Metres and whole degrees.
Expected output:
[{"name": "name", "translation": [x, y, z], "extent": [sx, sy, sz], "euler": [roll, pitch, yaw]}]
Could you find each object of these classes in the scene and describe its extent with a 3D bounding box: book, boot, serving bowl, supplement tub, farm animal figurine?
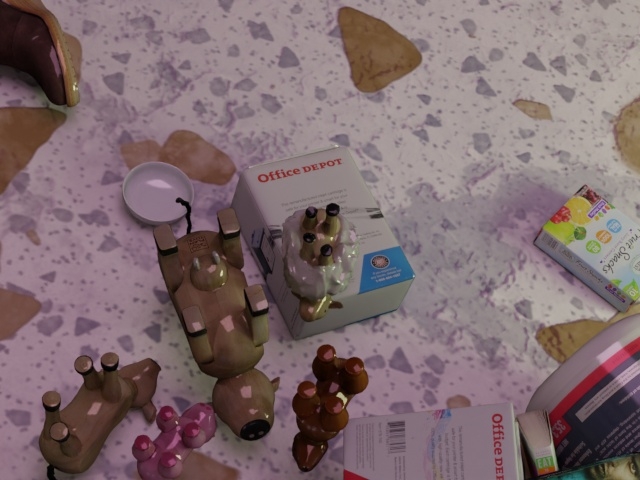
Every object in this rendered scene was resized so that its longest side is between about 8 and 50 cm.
[{"name": "book", "translation": [0.234, 0.258, 1.632], "extent": [0.035, 0.144, 0.096], "euler": [-13, 16, 4]}, {"name": "boot", "translation": [-0.412, -0.224, 1.871], "extent": [0.207, 0.090, 0.248], "euler": [-24, 66, -15]}, {"name": "serving bowl", "translation": [-0.187, -0.049, 1.829], "extent": [0.083, 0.027, 0.083], "euler": [7, 54, -10]}, {"name": "supplement tub", "translation": [0.366, 0.230, 1.689], "extent": [0.191, 0.191, 0.272], "euler": [-28, 67, -29]}, {"name": "farm animal figurine", "translation": [-0.119, 0.122, 1.647], "extent": [0.330, 0.172, 0.327], "euler": [-1, 61, -1]}]

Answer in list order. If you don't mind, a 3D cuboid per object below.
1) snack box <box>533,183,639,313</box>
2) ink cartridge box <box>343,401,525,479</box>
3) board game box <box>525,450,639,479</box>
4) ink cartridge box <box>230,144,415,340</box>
[{"name": "snack box", "translation": [0.343, 0.009, 1.929], "extent": [0.141, 0.037, 0.100], "euler": [40, 57, 12]}, {"name": "ink cartridge box", "translation": [0.119, 0.255, 1.604], "extent": [0.176, 0.127, 0.128], "euler": [-7, 50, 10]}, {"name": "board game box", "translation": [0.278, 0.312, 1.572], "extent": [0.126, 0.026, 0.186], "euler": [-11, 91, -21]}, {"name": "ink cartridge box", "translation": [0.000, 0.000, 1.813], "extent": [0.139, 0.082, 0.191], "euler": [-15, 61, -23]}]
